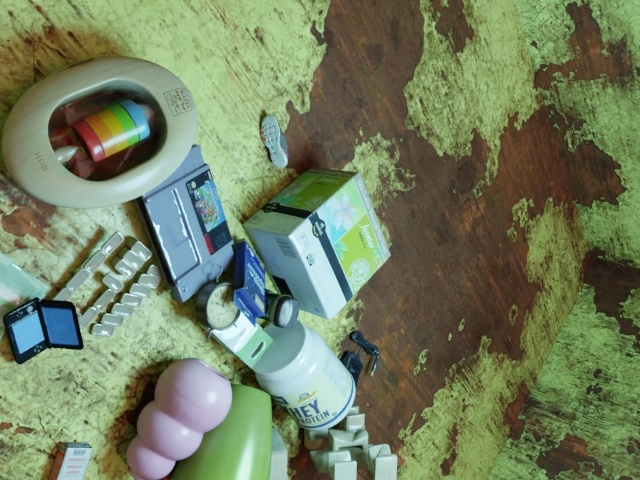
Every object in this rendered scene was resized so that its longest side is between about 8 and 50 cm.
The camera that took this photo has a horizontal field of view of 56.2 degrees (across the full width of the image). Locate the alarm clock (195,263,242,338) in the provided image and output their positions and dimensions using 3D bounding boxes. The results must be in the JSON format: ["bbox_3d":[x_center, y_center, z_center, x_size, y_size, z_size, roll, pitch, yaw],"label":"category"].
[{"bbox_3d":[-0.276,0.156,1.609,0.129,0.064,0.192,-14,108,-50],"label":"alarm clock"}]

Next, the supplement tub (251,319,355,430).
[{"bbox_3d":[-0.056,0.413,1.854,0.235,0.235,0.325,-53,130,-23],"label":"supplement tub"}]

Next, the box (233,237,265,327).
[{"bbox_3d":[-0.197,0.118,1.682,0.136,0.036,0.225,60,18,-44],"label":"box"}]

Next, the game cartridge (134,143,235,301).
[{"bbox_3d":[-0.346,-0.048,1.560,0.230,0.068,0.355,-38,124,-41],"label":"game cartridge"}]

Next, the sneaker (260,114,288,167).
[{"bbox_3d":[-0.130,-0.296,1.760,0.065,0.061,0.158,-57,140,-57],"label":"sneaker"}]

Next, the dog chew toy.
[{"bbox_3d":[-0.384,0.478,1.578,0.332,0.206,0.206,-55,132,-11],"label":"dog chew toy"}]

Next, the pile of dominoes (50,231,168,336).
[{"bbox_3d":[-0.520,0.109,1.479,0.251,0.040,0.196,-50,134,-15],"label":"pile of dominoes"}]

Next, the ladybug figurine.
[{"bbox_3d":[-0.475,-0.234,1.319,0.449,0.162,0.305,-32,105,-34],"label":"ladybug figurine"}]

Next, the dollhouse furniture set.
[{"bbox_3d":[0.000,0.739,1.915,0.394,0.362,0.256,-1,100,-16],"label":"dollhouse furniture set"}]

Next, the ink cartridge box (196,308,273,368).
[{"bbox_3d":[-0.245,0.262,1.728,0.209,0.062,0.109,50,64,-27],"label":"ink cartridge box"}]

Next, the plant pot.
[{"bbox_3d":[-0.247,0.569,1.707,0.275,0.274,0.293,38,58,-43],"label":"plant pot"}]

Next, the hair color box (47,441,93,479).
[{"bbox_3d":[-0.618,0.568,1.465,0.072,0.043,0.141,23,84,-45],"label":"hair color box"}]

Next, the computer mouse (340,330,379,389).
[{"bbox_3d":[0.124,0.475,2.177,0.184,0.060,0.262,38,61,-38],"label":"computer mouse"}]

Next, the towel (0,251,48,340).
[{"bbox_3d":[-0.762,0.157,1.233,0.325,0.038,0.248,-55,131,-21],"label":"towel"}]

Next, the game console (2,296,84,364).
[{"bbox_3d":[-0.613,0.207,1.331,0.124,0.085,0.144,-37,139,-46],"label":"game console"}]

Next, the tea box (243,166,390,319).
[{"bbox_3d":[0.000,0.000,1.826,0.323,0.220,0.329,-45,127,-29],"label":"tea box"}]

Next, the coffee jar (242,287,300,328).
[{"bbox_3d":[-0.143,0.195,1.752,0.079,0.184,0.096,14,90,-46],"label":"coffee jar"}]
